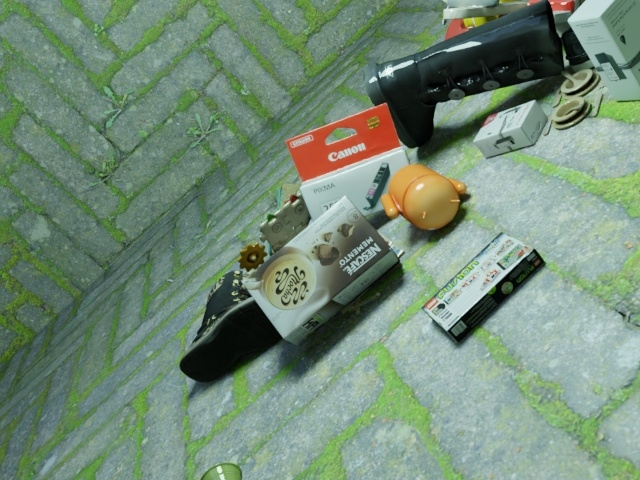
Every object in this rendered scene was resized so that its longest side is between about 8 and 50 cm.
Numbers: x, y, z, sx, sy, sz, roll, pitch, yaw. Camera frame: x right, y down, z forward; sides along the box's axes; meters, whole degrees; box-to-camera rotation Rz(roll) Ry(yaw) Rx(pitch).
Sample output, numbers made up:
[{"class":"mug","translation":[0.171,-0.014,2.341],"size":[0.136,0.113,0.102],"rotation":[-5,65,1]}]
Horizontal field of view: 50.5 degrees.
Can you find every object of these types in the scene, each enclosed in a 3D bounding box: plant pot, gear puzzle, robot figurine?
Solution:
[{"class":"plant pot","translation":[-0.173,0.467,1.246],"size":[0.083,0.083,0.079],"rotation":[-43,34,1]},{"class":"gear puzzle","translation":[-0.085,-0.031,1.816],"size":[0.339,0.175,0.044],"rotation":[-40,42,-13]},{"class":"robot figurine","translation":[0.226,-0.096,1.510],"size":[0.219,0.158,0.128],"rotation":[-127,56,-68]}]

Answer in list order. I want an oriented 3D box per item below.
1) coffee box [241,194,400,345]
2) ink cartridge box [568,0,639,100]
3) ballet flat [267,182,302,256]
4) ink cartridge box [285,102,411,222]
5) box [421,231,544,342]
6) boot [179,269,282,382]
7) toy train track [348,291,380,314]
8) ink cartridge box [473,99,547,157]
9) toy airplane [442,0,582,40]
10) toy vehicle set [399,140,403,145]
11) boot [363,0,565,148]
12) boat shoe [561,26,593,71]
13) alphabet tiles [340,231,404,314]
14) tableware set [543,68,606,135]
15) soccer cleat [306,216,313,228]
[{"class":"coffee box","translation":[0.004,0.067,1.478],"size":[0.297,0.168,0.119],"rotation":[-39,-22,1]},{"class":"ink cartridge box","translation":[0.599,-0.396,1.311],"size":[0.153,0.208,0.087],"rotation":[-48,25,-9]},{"class":"ballet flat","translation":[-0.084,-0.069,2.040],"size":[0.123,0.123,0.348],"rotation":[-33,26,23]},{"class":"ink cartridge box","translation":[0.078,-0.175,1.664],"size":[0.275,0.238,0.060],"rotation":[-19,17,10]},{"class":"box","translation":[0.285,0.079,1.208],"size":[0.207,0.036,0.114],"rotation":[-43,22,0]},{"class":"boot","translation":[-0.191,0.172,1.740],"size":[0.377,0.138,0.284],"rotation":[-40,21,25]},{"class":"toy train track","translation":[0.093,0.132,1.469],"size":[0.083,0.014,0.048],"rotation":[-30,32,24]},{"class":"ink cartridge box","translation":[0.430,-0.252,1.539],"size":[0.135,0.056,0.099],"rotation":[-13,36,52]},{"class":"toy airplane","translation":[0.497,-0.607,1.737],"size":[0.385,0.272,0.386],"rotation":[-14,3,13]},{"class":"toy vehicle set","translation":[0.172,-0.284,2.071],"size":[0.267,0.035,0.166],"rotation":[-39,22,9]},{"class":"boot","translation":[0.379,-0.392,1.688],"size":[0.445,0.367,0.146],"rotation":[-17,71,22]},{"class":"boat shoe","translation":[0.674,-0.545,1.579],"size":[0.340,0.113,0.127],"rotation":[-46,21,-7]},{"class":"alphabet tiles","translation":[0.054,0.039,1.589],"size":[0.198,0.009,0.237],"rotation":[-46,46,-5]},{"class":"tableware set","translation":[0.549,-0.316,1.475],"size":[0.128,0.039,0.194],"rotation":[-20,31,45]},{"class":"soccer cleat","translation":[0.000,0.000,1.777],"size":[0.318,0.108,0.116],"rotation":[-49,34,-9]}]
